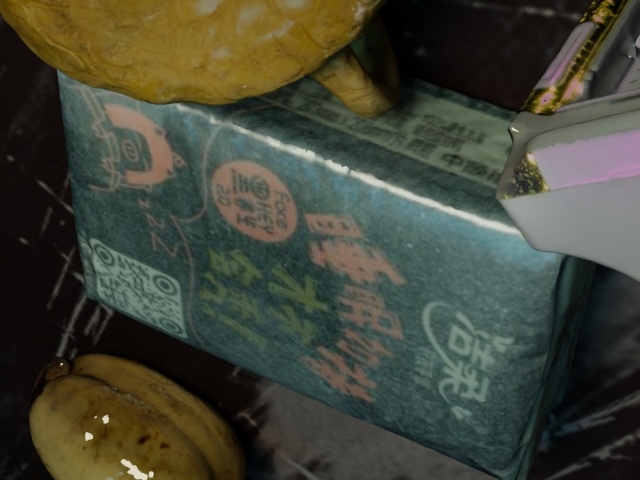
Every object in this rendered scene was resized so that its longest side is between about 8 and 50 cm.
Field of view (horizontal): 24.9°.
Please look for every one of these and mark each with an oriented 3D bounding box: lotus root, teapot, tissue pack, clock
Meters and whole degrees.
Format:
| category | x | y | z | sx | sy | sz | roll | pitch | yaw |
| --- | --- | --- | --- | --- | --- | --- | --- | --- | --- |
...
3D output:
| category | x | y | z | sx | sy | sz | roll | pitch | yaw |
| --- | --- | --- | --- | --- | --- | --- | --- | --- | --- |
| lotus root | -0.126 | 0.167 | 1.095 | 0.221 | 0.125 | 0.118 | 34 | 140 | 11 |
| teapot | -0.055 | -0.174 | 0.682 | 0.203 | 0.167 | 0.311 | -31 | 132 | 24 |
| tissue pack | 0.000 | 0.000 | 0.853 | 0.315 | 0.103 | 0.228 | 22 | 141 | 16 |
| clock | 0.209 | -0.074 | 0.563 | 0.253 | 0.186 | 0.083 | -10 | 122 | 42 |
